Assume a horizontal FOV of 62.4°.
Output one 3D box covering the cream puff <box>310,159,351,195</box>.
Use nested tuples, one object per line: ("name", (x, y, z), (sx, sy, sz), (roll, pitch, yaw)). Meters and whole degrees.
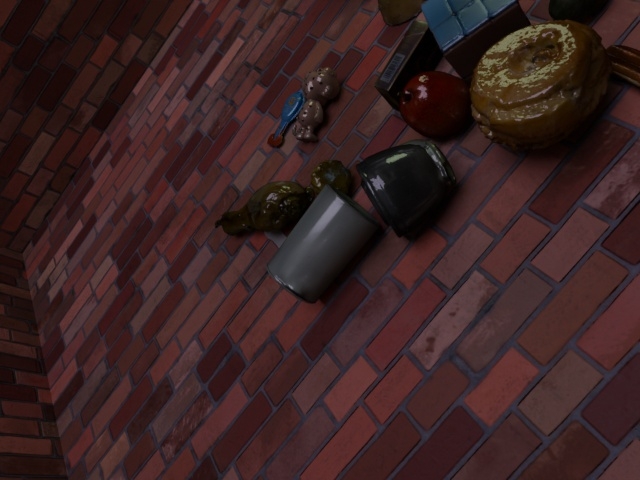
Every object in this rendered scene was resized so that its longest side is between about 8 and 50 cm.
("cream puff", (0.029, -0.191, 1.736), (0.116, 0.146, 0.146), (124, 155, -67))

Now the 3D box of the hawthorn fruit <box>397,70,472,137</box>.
("hawthorn fruit", (0.307, -0.392, 1.506), (0.196, 0.226, 0.196), (-24, 63, 58))

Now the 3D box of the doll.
("doll", (-0.026, -0.498, 1.939), (0.154, 0.119, 0.278), (24, 96, 46))

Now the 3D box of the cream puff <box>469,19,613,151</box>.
("cream puff", (0.537, -0.361, 1.287), (0.327, 0.231, 0.342), (-22, 50, 26))

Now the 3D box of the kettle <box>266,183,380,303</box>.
("kettle", (-0.008, -0.003, 1.612), (0.318, 0.205, 0.265), (-53, 48, 11))

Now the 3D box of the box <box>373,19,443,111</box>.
("box", (0.281, -0.537, 1.649), (0.071, 0.159, 0.240), (34, 93, 37))

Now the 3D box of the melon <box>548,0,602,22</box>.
("melon", (0.672, -0.634, 1.384), (0.167, 0.114, 0.114), (-40, 49, 20))

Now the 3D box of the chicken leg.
("chicken leg", (-0.225, -0.102, 1.898), (0.429, 0.153, 0.201), (-17, 42, 41))

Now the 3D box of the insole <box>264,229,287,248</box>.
("insole", (-0.157, -0.021, 1.885), (0.065, 0.004, 0.197), (-53, 46, 8))

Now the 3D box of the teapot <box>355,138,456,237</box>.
("teapot", (0.251, -0.164, 1.498), (0.239, 0.321, 0.239), (-30, 91, 7))

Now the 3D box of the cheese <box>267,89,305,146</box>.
("cheese", (-0.131, -0.479, 2.065), (0.106, 0.037, 0.256), (30, 92, 46))

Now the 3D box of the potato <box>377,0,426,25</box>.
("potato", (0.277, -0.867, 1.845), (0.202, 0.117, 0.182), (-11, 60, 38))

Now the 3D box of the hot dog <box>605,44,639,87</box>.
("hot dog", (0.745, -0.410, 1.253), (0.072, 0.055, 0.188), (-50, 46, 15))

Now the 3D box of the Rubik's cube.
("Rubik's cube", (0.452, -0.600, 1.484), (0.225, 0.221, 0.231), (-31, 52, 27))
